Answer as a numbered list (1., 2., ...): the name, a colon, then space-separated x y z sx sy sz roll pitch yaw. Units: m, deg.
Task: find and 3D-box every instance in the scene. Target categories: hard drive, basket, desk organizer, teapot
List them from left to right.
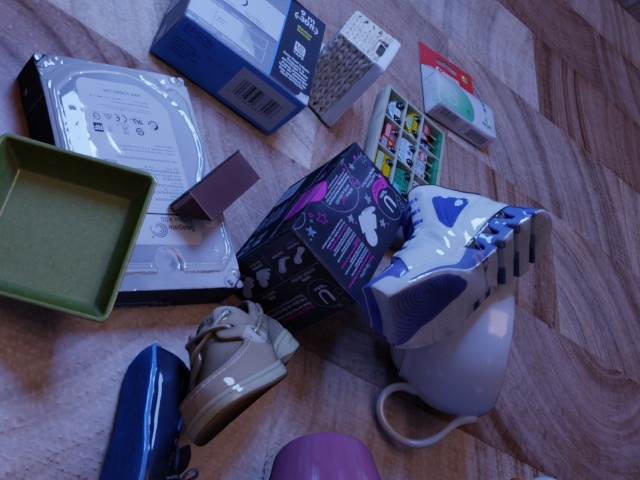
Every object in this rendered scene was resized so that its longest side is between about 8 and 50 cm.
1. hard drive: -0.248 -0.078 1.100 0.237 0.064 0.339 2 64 -44
2. desk organizer: -0.139 -0.067 1.115 0.050 0.047 0.130 52 40 -9
3. basket: 0.042 -0.304 1.467 0.103 0.167 0.113 40 41 -9
4. teapot: 0.183 0.149 1.284 0.187 0.252 0.256 10 25 3

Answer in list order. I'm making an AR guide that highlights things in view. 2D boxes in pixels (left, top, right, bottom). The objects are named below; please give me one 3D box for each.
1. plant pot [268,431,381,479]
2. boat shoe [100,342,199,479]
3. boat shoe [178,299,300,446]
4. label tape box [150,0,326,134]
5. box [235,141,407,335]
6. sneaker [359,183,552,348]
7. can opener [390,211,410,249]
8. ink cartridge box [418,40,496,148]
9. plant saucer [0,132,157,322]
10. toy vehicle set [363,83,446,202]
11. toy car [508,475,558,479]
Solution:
1. plant pot: 0.007 0.337 0.985 0.201 0.201 0.180 33 29 -25
2. boat shoe: -0.177 0.234 0.926 0.089 0.109 0.258 33 47 -30
3. boat shoe: -0.111 0.141 0.975 0.110 0.121 0.341 50 5 1
4. label tape box: -0.118 -0.374 1.396 0.240 0.106 0.333 34 45 -25
5. box: 0.000 0.000 1.215 0.142 0.163 0.247 49 39 -12
6. sneaker: 0.160 0.020 1.188 0.315 0.182 0.127 -29 130 -28
7. can opener: 0.141 -0.034 1.428 0.283 0.095 0.076 18 55 -27
8. ink cartridge box: 0.299 -0.332 1.828 0.181 0.056 0.224 26 50 -31
9. plant saucer: -0.302 -0.010 0.946 0.188 0.045 0.188 16 67 -3
10. toy vehicle set: 0.159 -0.159 1.581 0.166 0.035 0.267 36 44 -22
11. toy car: 0.285 0.432 1.241 0.136 0.159 0.182 23 39 15
